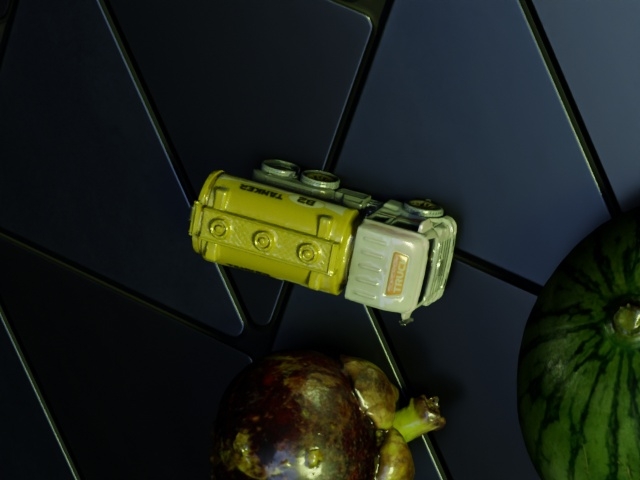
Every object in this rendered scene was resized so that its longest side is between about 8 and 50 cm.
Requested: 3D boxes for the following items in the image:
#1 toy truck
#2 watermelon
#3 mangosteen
[{"bbox_3d":[0.000,0.000,1.541,0.227,0.114,0.098,16,108,16],"label":"toy truck"},{"bbox_3d":[0.282,0.115,1.382,0.331,0.189,0.331,-18,65,44],"label":"watermelon"},{"bbox_3d":[0.007,0.188,1.557,0.217,0.192,0.192,-6,102,1],"label":"mangosteen"}]
